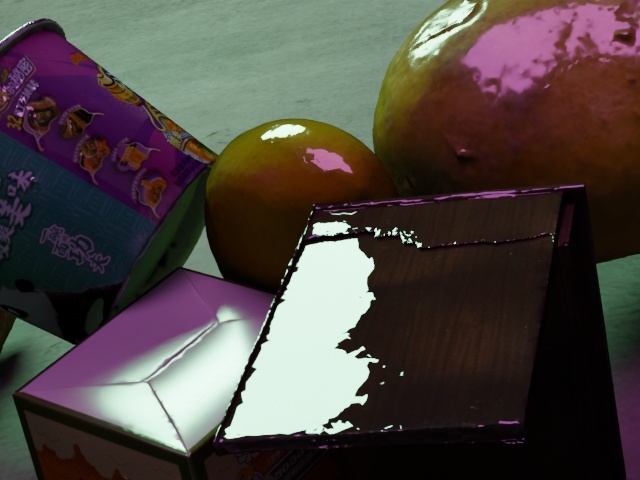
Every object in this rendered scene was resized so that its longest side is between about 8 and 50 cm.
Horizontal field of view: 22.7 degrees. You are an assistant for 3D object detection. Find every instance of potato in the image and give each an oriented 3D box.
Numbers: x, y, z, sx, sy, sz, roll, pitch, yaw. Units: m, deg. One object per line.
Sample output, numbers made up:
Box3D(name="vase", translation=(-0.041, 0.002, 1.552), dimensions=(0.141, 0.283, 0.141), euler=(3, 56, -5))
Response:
Box3D(name="potato", translation=(0.236, -0.055, 1.309), dimensions=(0.296, 0.397, 0.290), euler=(-41, -1, -26))

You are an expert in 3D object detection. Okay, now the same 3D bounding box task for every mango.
Box3D(name="mango", translation=(-0.006, -0.002, 1.288), dimensions=(0.195, 0.331, 0.142), euler=(24, 71, 23))

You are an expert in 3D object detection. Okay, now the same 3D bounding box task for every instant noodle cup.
Box3D(name="instant noodle cup", translation=(-0.207, -0.030, 1.323), dimensions=(0.190, 0.251, 0.251), euler=(31, 39, 6))

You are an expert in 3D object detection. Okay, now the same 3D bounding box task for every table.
Box3D(name="table", translation=(0.080, 0.140, 1.029), dimensions=(0.196, 0.250, 0.282), euler=(-3, 28, 16))

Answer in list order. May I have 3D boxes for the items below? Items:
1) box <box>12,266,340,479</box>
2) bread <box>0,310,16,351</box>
Box3D(name="box", translation=(-0.090, 0.142, 1.204), dimensions=(0.177, 0.148, 0.195), euler=(14, 37, 34))
Box3D(name="bread", translation=(-0.381, 0.073, 1.472), dimensions=(0.160, 0.147, 0.260), euler=(-7, 27, 28))
